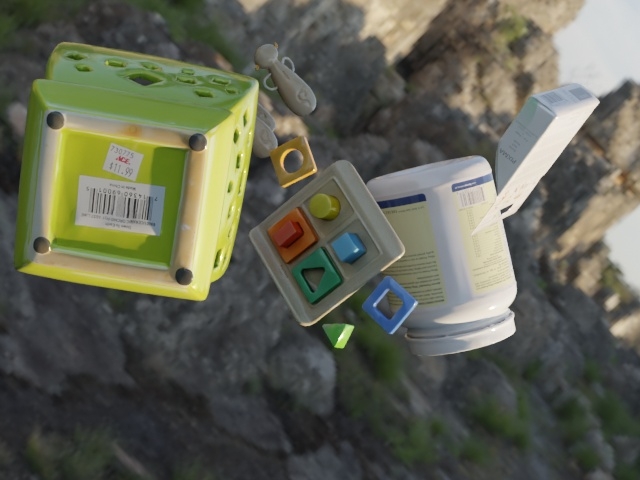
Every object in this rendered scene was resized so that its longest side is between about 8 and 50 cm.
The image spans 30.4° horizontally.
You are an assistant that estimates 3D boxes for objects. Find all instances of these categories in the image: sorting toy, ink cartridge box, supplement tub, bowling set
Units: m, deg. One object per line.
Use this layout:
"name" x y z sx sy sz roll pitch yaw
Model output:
"sorting toy" 0.000 0.000 1.742 0.348 0.196 0.047 59 16 21
"ink cartridge box" 0.297 -0.121 1.721 0.056 0.224 0.181 44 31 15
"supplement tub" 0.222 0.026 2.136 0.235 0.235 0.325 -48 125 -81
"bowling set" -0.169 -0.218 2.176 0.154 0.287 0.200 49 -23 -24

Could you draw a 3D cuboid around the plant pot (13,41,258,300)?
"plant pot" -0.192 -0.064 1.203 0.228 0.227 0.207 10 16 -4
